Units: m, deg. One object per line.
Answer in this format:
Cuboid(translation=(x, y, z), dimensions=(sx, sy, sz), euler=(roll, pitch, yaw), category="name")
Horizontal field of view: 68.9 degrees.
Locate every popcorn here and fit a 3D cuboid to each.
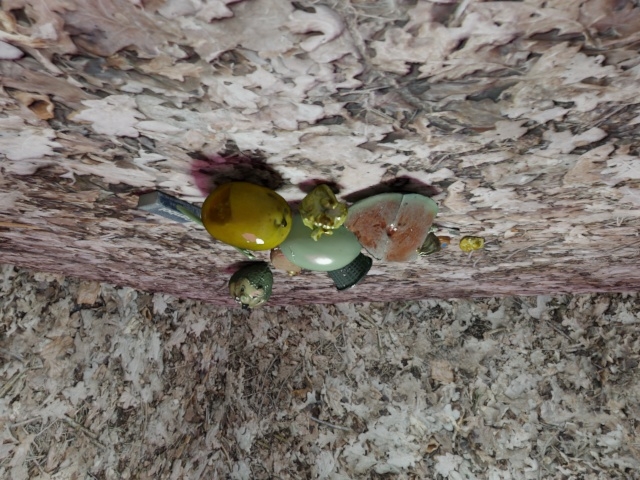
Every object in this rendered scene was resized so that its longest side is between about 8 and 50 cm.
Cuboid(translation=(0.005, -0.082, 1.364), dimensions=(0.141, 0.162, 0.135), euler=(-8, -172, -42), category="popcorn")

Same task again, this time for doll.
Cuboid(translation=(-0.357, 0.245, 2.434), dimensions=(0.247, 0.247, 0.349), euler=(8, 156, -22), category="doll")

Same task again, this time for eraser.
Cuboid(translation=(-0.477, -0.102, 1.515), dimensions=(0.092, 0.046, 0.212), euler=(-7, 163, 30), category="eraser")

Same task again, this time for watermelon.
Cuboid(translation=(0.217, -0.039, 1.385), dimensions=(0.213, 0.201, 0.261), euler=(3, 163, -37), category="watermelon")

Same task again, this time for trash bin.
Cuboid(translation=(0.075, 0.073, 1.715), dimensions=(0.161, 0.175, 0.175), euler=(45, 150, -13), category="trash bin")

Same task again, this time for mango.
Cuboid(translation=(-0.226, -0.064, 1.343), dimensions=(0.253, 0.182, 0.365), euler=(14, 173, -27), category="mango")

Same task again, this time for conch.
Cuboid(translation=(0.365, 0.016, 1.705), dimensions=(0.155, 0.130, 0.207), euler=(33, -155, 29), category="conch")

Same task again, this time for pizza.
Cuboid(translation=(0.603, 0.017, 1.859), dimensions=(0.099, 0.036, 0.160), euler=(-2, 165, 14), category="pizza")

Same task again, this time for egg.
Cuboid(translation=(0.000, 0.000, 1.541), dimensions=(0.282, 0.203, 0.203), euler=(2, 165, -9), category="egg")

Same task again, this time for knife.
Cuboid(translation=(-0.327, -0.028, 1.460), dimensions=(0.293, 0.020, 0.043), euler=(35, -170, -1), category="knife")

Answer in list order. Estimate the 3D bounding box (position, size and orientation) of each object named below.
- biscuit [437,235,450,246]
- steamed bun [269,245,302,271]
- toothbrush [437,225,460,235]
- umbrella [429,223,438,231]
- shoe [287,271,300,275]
Cuboid(translation=(0.346, 0.022, 1.898), dimensions=(0.324, 0.049, 0.205), euler=(4, 166, -2), category="biscuit")
Cuboid(translation=(-0.142, 0.060, 1.988), dimensions=(0.145, 0.106, 0.175), euler=(7, 151, 1), category="steamed bun")
Cuboid(translation=(0.381, -0.048, 1.665), dimensions=(0.288, 0.026, 0.024), euler=(9, 160, -24), category="toothbrush")
Cuboid(translation=(0.331, -0.054, 1.584), dimensions=(0.143, 0.062, 0.067), euler=(12, -160, -3), category="umbrella")
Cuboid(translation=(-0.138, 0.142, 2.346), dimensions=(0.069, 0.072, 0.109), euler=(38, 166, 14), category="shoe")
